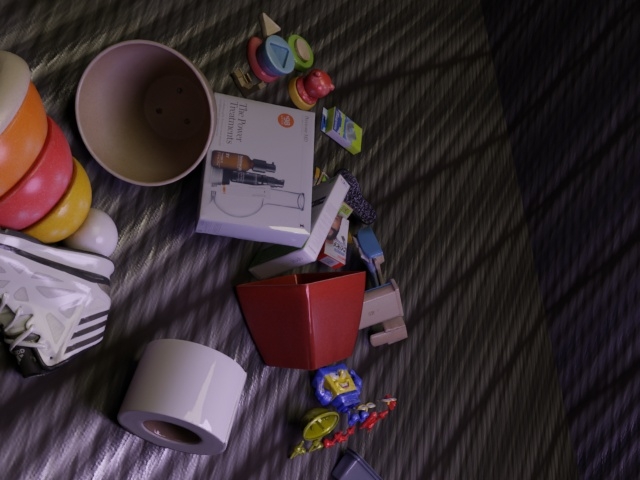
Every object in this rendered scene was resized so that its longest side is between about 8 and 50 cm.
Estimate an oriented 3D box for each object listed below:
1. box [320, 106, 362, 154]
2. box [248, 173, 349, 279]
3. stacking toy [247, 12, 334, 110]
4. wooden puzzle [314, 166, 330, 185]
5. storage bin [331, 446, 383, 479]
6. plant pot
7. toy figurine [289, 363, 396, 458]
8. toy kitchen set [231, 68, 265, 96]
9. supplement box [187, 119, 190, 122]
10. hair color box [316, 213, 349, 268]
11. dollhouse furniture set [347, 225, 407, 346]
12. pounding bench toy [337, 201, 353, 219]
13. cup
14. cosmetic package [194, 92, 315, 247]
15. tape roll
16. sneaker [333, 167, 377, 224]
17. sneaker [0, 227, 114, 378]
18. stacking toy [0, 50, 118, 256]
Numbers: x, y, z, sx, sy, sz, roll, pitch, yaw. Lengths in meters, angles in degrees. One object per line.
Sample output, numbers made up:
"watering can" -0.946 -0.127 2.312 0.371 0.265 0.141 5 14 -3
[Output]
"box" 0.078 -0.401 2.335 0.178 0.042 0.109 31 52 -38
"box" -0.060 -0.040 1.878 0.058 0.232 0.322 49 45 -23
"stacking toy" -0.086 -0.625 2.172 0.309 0.130 0.280 26 57 -41
"wooden puzzle" 0.018 -0.190 2.200 0.116 0.014 0.078 42 47 -30
"storage bin" 0.097 0.680 1.878 0.091 0.098 0.135 -45 112 -18
"plant pot" -0.042 0.219 1.790 0.267 0.267 0.236 -9 94 -50
"toy figurine" 0.021 0.458 1.880 0.362 0.191 0.217 -3 47 -42
"toy kitchen set" -0.216 -0.506 2.015 0.083 0.075 0.068 61 39 -17
"supplement box" -0.339 -0.343 1.832 0.083 0.043 0.055 29 54 -37
"hair color box" 0.037 -0.005 2.066 0.093 0.053 0.167 28 51 -32
"dollhouse furniture set" 0.131 0.159 2.141 0.303 0.198 0.286 -110 -177 -46
"pounding bench toy" 0.054 -0.092 2.169 0.052 0.065 0.083 38 88 -33
"cup" -0.393 -0.319 1.591 0.331 0.331 0.237 60 14 -11
"cosmetic package" -0.166 -0.187 1.705 0.284 0.097 0.377 9 65 -17
"tape roll" -0.302 0.348 1.430 0.246 0.246 0.169 39 47 -32
"sneaker" 0.109 -0.149 2.245 0.235 0.084 0.097 57 -3 -22
"sneaker" -0.599 0.128 1.241 0.447 0.169 0.257 16 61 -47
"stacking toy" -0.595 -0.103 1.310 0.480 0.350 0.351 55 38 -47
